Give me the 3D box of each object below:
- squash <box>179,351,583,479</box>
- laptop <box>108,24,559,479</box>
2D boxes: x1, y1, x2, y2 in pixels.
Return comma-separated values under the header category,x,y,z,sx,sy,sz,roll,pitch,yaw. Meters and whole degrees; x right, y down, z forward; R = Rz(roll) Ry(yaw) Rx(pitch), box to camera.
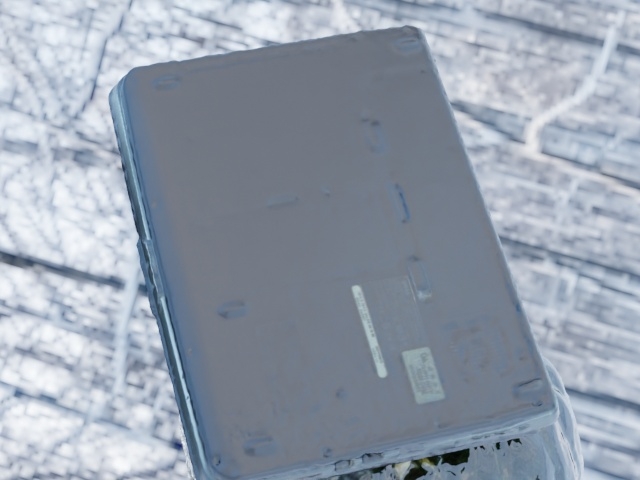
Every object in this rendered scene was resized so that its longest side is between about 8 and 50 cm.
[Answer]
category,x,y,z,sx,sy,sz,roll,pitch,yaw
squash,0.029,0.091,0.744,0.193,0.193,0.156,-39,-43,-69
laptop,0.000,0.000,0.674,0.026,0.153,0.207,101,157,-58
